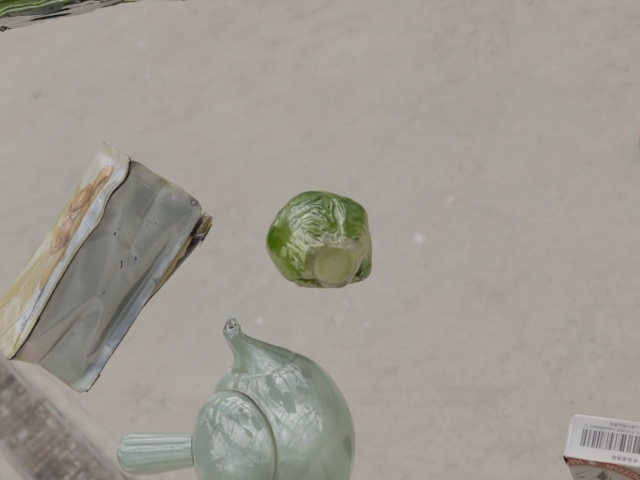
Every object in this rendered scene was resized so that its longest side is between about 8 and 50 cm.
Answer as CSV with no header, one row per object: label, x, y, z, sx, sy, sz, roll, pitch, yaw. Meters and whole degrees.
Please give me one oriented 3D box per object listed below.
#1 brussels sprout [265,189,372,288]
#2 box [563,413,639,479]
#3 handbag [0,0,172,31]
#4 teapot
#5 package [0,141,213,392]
brussels sprout,-0.002,-0.003,1.617,0.155,0.117,0.155,-8,24,4
box,0.479,0.298,1.422,0.353,0.214,0.069,6,58,27
handbag,-0.215,-0.296,0.962,0.222,0.241,0.263,-11,9,0
teapot,-0.095,0.251,1.401,0.318,0.149,0.220,-48,55,38
package,-0.301,0.043,1.676,0.311,0.165,0.221,-58,25,-4
